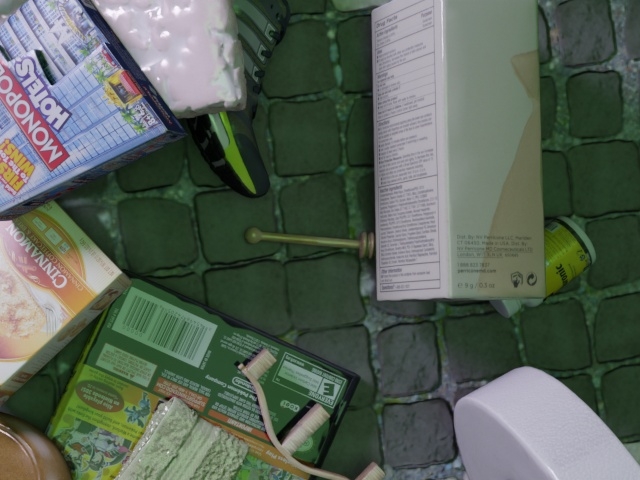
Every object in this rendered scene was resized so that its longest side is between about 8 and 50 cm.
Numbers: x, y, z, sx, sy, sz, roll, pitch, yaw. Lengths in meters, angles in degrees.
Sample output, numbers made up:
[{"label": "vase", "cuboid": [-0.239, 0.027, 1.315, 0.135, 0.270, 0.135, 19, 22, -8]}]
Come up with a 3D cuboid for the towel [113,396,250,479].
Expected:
[{"label": "towel", "cuboid": [-0.147, 0.242, 1.177, 0.110, 0.027, 0.148, 35, 83, -10]}]

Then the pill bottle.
[{"label": "pill bottle", "cuboid": [0.233, 0.031, 1.270, 0.116, 0.065, 0.065, -35, 95, -9]}]

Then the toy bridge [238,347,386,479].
[{"label": "toy bridge", "cuboid": [-0.018, 0.194, 1.204, 0.063, 0.026, 0.188, -44, 98, -8]}]

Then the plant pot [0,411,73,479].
[{"label": "plant pot", "cuboid": [-0.349, 0.246, 1.094, 0.236, 0.032, 0.236, 0, 47, 0]}]

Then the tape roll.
[{"label": "tape roll", "cuboid": [0.254, 0.303, 1.104, 0.072, 0.392, 0.392, -27, 94, -11]}]

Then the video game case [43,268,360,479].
[{"label": "video game case", "cuboid": [-0.132, 0.197, 1.213, 0.274, 0.035, 0.248, 25, 84, -10]}]

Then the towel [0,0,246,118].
[{"label": "towel", "cuboid": [-0.241, -0.261, 1.135, 0.317, 0.053, 0.332, -10, 90, 14]}]

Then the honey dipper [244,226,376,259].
[{"label": "honey dipper", "cuboid": [0.000, 0.000, 1.247, 0.160, 0.030, 0.030, 6, 88, -6]}]

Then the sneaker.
[{"label": "sneaker", "cuboid": [-0.083, -0.192, 1.195, 0.121, 0.111, 0.300, -12, 93, -14]}]

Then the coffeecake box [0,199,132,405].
[{"label": "coffeecake box", "cuboid": [-0.302, 0.050, 1.148, 0.185, 0.068, 0.142, -44, 82, -7]}]

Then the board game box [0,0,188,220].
[{"label": "board game box", "cuboid": [-0.257, -0.115, 1.086, 0.194, 0.060, 0.194, -38, 83, 11]}]

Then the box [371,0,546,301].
[{"label": "box", "cuboid": [0.137, -0.094, 1.196, 0.121, 0.148, 0.311, 1, 87, -27]}]
